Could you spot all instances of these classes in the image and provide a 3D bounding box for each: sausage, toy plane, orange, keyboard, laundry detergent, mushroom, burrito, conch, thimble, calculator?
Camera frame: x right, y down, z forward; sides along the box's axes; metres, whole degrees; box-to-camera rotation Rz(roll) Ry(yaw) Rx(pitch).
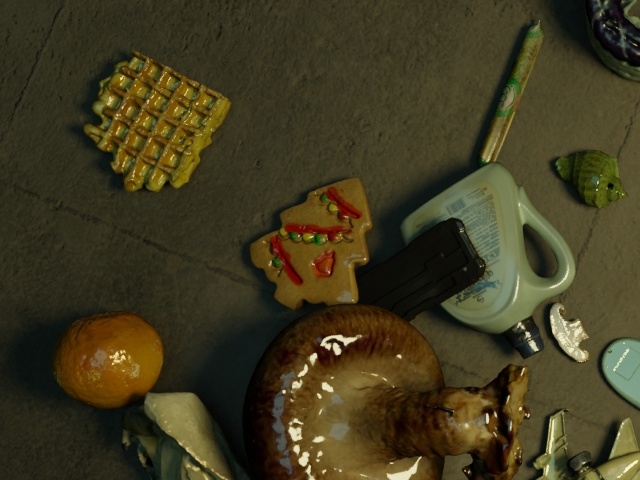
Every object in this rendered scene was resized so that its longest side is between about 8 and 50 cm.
[{"bbox_3d":[0.304,-0.229,1.480,0.033,0.033,0.269,21,87,13],"label":"sausage"},{"bbox_3d":[0.379,0.378,1.359,0.256,0.104,0.242,-31,63,-1],"label":"toy plane"},{"bbox_3d":[-0.338,0.190,1.474,0.178,0.177,0.155,-9,82,9],"label":"orange"},{"bbox_3d":[0.137,0.065,1.413,0.262,0.016,0.106,-37,74,39],"label":"keyboard"},{"bbox_3d":[0.269,0.042,1.413,0.215,0.105,0.280,-34,76,9],"label":"laundry detergent"},{"bbox_3d":[0.069,0.276,1.314,0.334,0.356,0.331,7,101,-22],"label":"mushroom"},{"bbox_3d":[-0.179,0.378,1.437,0.135,0.190,0.332,-27,79,-30],"label":"burrito"},{"bbox_3d":[0.424,-0.100,1.434,0.121,0.074,0.089,35,58,30],"label":"conch"},{"bbox_3d":[0.505,-0.362,1.402,0.237,0.150,0.237,-2,83,12],"label":"thimble"},{"bbox_3d":[0.381,0.143,1.424,0.049,0.019,0.101,-25,81,7],"label":"mushroom"},{"bbox_3d":[0.496,0.208,1.393,0.153,0.021,0.095,35,90,16],"label":"calculator"}]

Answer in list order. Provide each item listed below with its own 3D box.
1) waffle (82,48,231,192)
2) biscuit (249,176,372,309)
[{"bbox_3d":[-0.298,-0.192,1.576,0.229,0.057,0.219,27,89,14],"label":"waffle"},{"bbox_3d":[0.000,0.000,1.485,0.212,0.041,0.238,27,83,29],"label":"biscuit"}]
